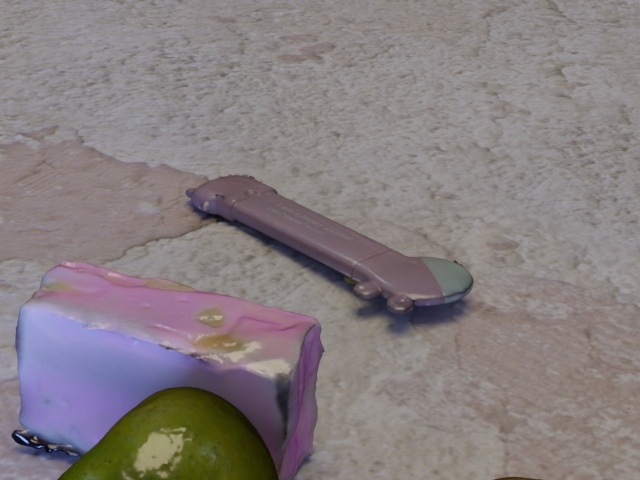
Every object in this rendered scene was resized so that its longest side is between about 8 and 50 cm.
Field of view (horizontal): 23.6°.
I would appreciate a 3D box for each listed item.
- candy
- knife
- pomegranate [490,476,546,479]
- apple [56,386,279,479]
[{"bbox_3d":[-0.135,0.124,1.354,0.265,0.155,0.116,13,26,17],"label":"candy"},{"bbox_3d":[0.000,0.001,1.735,0.132,0.038,0.399,-19,33,-39],"label":"knife"},{"bbox_3d":[0.144,0.264,1.064,0.207,0.207,0.207,3,27,-1],"label":"pomegranate"},{"bbox_3d":[-0.121,0.211,1.163,0.157,0.196,0.196,46,41,11],"label":"apple"}]
